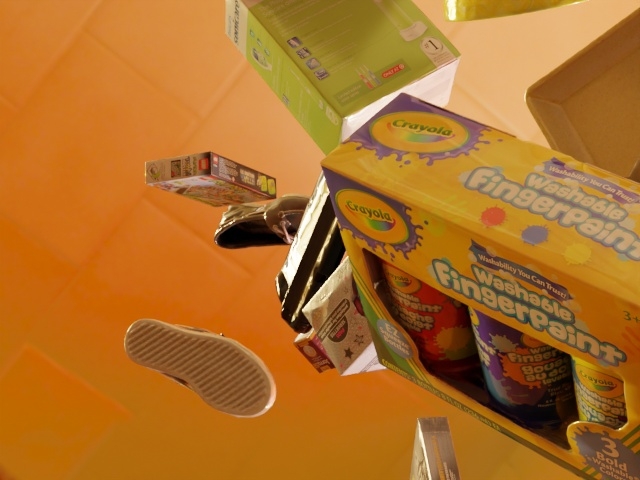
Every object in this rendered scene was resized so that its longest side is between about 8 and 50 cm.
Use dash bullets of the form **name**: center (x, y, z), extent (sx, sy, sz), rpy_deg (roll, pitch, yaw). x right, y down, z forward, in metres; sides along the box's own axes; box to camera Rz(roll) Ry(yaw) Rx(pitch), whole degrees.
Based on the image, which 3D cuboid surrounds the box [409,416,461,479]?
- **box**: center (0.201, 0.452, 2.177), extent (0.183, 0.056, 0.231), rpy_deg (-99, -171, -48)

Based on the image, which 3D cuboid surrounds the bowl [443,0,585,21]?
- **bowl**: center (0.340, -0.472, 2.092), extent (0.289, 0.289, 0.156), rpy_deg (-122, -159, -75)

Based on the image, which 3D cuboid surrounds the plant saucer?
- **plant saucer**: center (0.609, -0.240, 2.403), extent (0.081, 0.333, 0.332), rpy_deg (4, 56, -56)

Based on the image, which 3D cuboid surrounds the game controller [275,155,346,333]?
- **game controller**: center (0.000, 0.000, 2.111), extent (0.067, 0.319, 0.166), rpy_deg (15, 28, -16)

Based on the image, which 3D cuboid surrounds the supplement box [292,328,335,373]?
- **supplement box**: center (-0.003, 0.206, 2.356), extent (0.083, 0.043, 0.055), rpy_deg (48, -42, -14)

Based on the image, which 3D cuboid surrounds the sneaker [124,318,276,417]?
- **sneaker**: center (-0.196, 0.227, 2.248), extent (0.321, 0.126, 0.127), rpy_deg (24, -1, 28)

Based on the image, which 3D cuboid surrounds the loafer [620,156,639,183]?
- **loafer**: center (0.487, -0.072, 1.959), extent (0.050, 0.148, 0.056), rpy_deg (42, 1, 28)

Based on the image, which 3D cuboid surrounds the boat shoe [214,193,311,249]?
- **boat shoe**: center (-0.096, -0.024, 2.485), extent (0.112, 0.095, 0.335), rpy_deg (47, -27, -27)

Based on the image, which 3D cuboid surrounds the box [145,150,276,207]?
- **box**: center (-0.163, -0.091, 1.879), extent (0.114, 0.036, 0.207), rpy_deg (-7, -11, 25)

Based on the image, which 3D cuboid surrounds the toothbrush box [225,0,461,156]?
- **toothbrush box**: center (0.026, -0.277, 1.741), extent (0.283, 0.206, 0.122), rpy_deg (51, -22, 20)

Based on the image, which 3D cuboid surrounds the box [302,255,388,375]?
- **box**: center (0.117, 0.085, 1.949), extent (0.163, 0.247, 0.142), rpy_deg (-2, 50, -45)

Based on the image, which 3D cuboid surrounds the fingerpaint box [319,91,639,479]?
- **fingerpaint box**: center (0.240, 0.073, 1.439), extent (0.445, 0.163, 0.371), rpy_deg (27, -32, 37)
